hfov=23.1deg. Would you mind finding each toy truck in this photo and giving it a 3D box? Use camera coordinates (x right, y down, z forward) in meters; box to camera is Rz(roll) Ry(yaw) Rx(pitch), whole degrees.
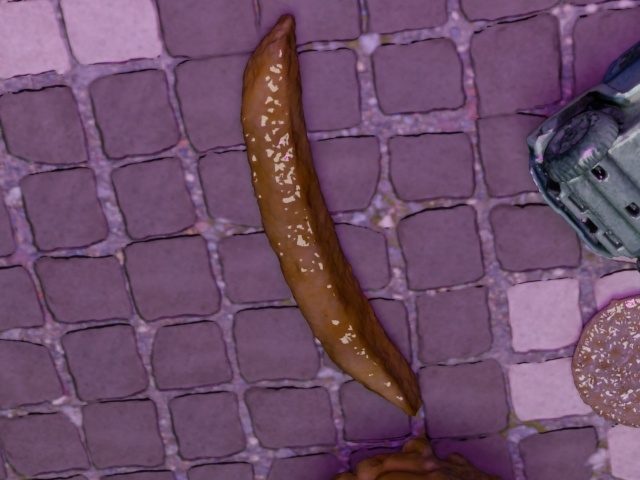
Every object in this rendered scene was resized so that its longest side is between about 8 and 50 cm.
[{"bbox_3d":[0.306,-0.101,1.253,0.279,0.156,0.155,-38,110,22],"label":"toy truck"}]

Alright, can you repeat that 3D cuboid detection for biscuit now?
[{"bbox_3d":[0.305,0.112,1.448,0.152,0.020,0.152,1,120,2],"label":"biscuit"}]

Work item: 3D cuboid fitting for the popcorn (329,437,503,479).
[{"bbox_3d":[0.088,0.316,1.463,0.249,0.249,0.225,17,136,-6],"label":"popcorn"}]

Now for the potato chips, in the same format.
[{"bbox_3d":[0.000,0.000,1.381,0.080,0.057,0.407,-13,117,14],"label":"potato chips"}]
